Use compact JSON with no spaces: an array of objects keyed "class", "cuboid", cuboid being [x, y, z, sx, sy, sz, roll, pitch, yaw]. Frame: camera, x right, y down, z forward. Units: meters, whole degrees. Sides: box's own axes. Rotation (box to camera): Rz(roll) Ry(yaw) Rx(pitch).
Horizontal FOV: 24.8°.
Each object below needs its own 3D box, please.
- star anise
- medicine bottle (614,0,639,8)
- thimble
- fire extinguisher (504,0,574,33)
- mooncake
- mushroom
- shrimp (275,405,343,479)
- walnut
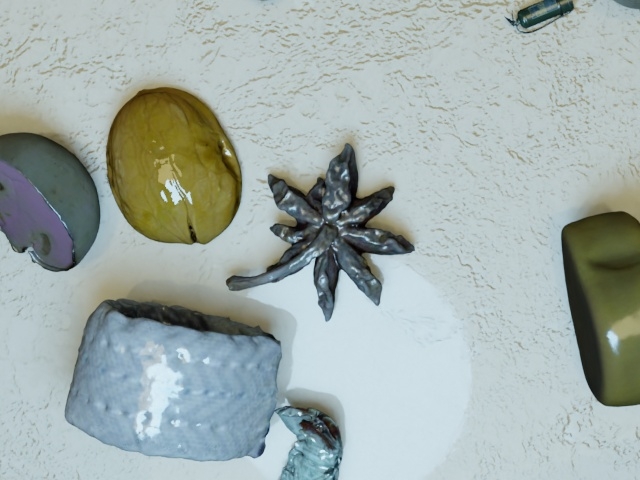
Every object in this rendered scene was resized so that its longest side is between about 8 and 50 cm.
[{"class":"star anise","cuboid":[0.000,0.001,1.797,0.209,0.089,0.231,37,84,8]},{"class":"medicine bottle","cuboid":[0.384,-0.330,1.663,0.114,0.252,0.114,0,94,3]},{"class":"thimble","cuboid":[-0.174,0.165,1.758,0.245,0.217,0.157,12,96,-11]},{"class":"fire extinguisher","cuboid":[0.270,-0.277,1.790,0.083,0.025,0.038,-21,116,5]},{"class":"mooncake","cuboid":[0.360,0.092,1.719,0.117,0.235,0.235,-15,93,2]},{"class":"mushroom","cuboid":[-0.342,-0.057,1.806,0.117,0.141,0.188,-40,102,-27]},{"class":"shrimp","cuboid":[-0.063,0.411,1.807,0.221,0.166,0.411,20,81,35]},{"class":"walnut","cuboid":[-0.192,-0.088,1.805,0.167,0.087,0.211,-24,92,9]}]
